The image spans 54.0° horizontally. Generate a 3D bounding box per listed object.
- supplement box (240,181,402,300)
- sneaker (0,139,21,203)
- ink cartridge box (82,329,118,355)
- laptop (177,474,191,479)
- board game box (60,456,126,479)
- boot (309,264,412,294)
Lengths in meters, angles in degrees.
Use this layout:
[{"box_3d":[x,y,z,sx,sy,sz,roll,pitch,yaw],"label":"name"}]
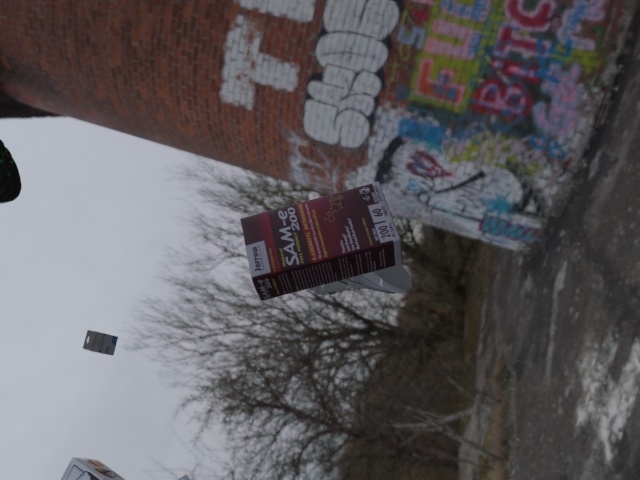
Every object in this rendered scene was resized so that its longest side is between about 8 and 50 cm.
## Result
[{"box_3d":[0.000,0.000,1.024,0.073,0.240,0.130,75,179,-54],"label":"supplement box"},{"box_3d":[-0.724,-0.172,1.205,0.134,0.344,0.146,-60,-1,-21],"label":"sneaker"},{"box_3d":[-0.540,0.248,1.524,0.083,0.028,0.048,26,-114,-43],"label":"ink cartridge box"},{"box_3d":[-0.418,0.552,1.348,0.234,0.265,0.136,-25,43,67],"label":"laptop"},{"box_3d":[-0.286,0.434,0.717,0.053,0.193,0.305,43,-111,-54],"label":"board game box"},{"box_3d":[0.055,0.069,1.315,0.123,0.258,0.095,-53,18,36],"label":"boot"}]
